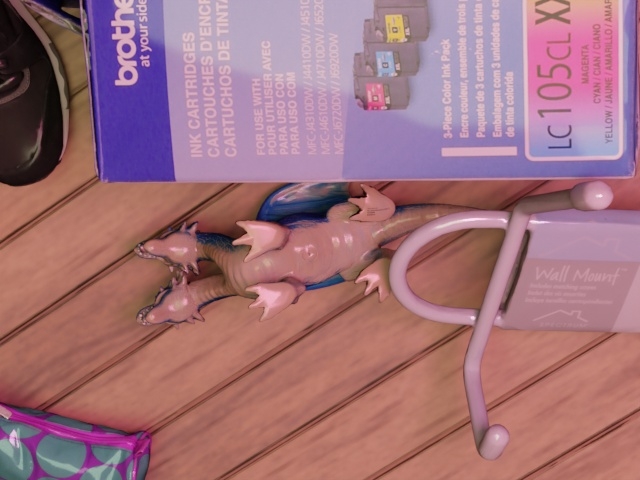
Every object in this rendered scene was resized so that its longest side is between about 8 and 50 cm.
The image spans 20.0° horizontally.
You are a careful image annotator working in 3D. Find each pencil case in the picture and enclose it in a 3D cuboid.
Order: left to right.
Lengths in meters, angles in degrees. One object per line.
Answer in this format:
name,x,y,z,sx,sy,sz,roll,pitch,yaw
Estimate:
pencil case,-0.208,0.162,1.412,0.151,0.064,0.070,13,130,5

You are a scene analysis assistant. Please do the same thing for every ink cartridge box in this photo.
ink cartridge box,0.009,-0.130,1.198,0.395,0.270,0.151,-2,102,9

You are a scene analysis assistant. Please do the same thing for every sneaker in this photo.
sneaker,-0.272,-0.165,1.308,0.107,0.124,0.283,-16,101,13

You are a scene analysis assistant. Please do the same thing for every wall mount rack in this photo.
wall mount rack,0.231,0.030,1.199,0.350,0.130,0.304,1,139,-10

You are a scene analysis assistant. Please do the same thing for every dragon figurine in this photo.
dragon figurine,0.000,0.000,1.328,0.289,0.144,0.085,-17,100,-7
